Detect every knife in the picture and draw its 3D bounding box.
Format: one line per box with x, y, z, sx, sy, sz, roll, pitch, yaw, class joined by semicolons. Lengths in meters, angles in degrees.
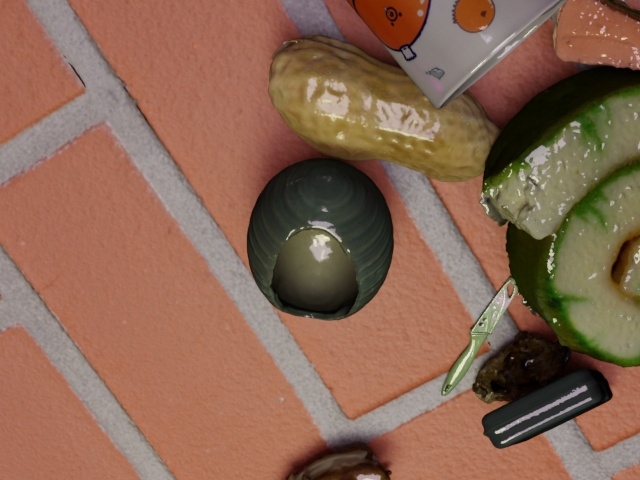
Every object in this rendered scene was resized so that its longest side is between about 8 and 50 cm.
0.222;0.138;1.442;0.030;0.014;0.207;28;108;-6;knife

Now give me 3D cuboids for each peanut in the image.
0.082;-0.160;1.284;0.313;0.149;0.149;14;110;-6;peanut

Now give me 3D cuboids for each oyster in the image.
0.280;0.174;1.407;0.056;0.105;0.177;42;135;-13;oyster

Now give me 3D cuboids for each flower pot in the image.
0.000;0.000;1.307;0.189;0.157;0.243;7;140;-1;flower pot

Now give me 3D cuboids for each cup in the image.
0.113;-0.338;1.157;0.212;0.212;0.317;-41;88;16;cup

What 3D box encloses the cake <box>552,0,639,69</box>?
0.388;-0.227;1.222;0.225;0.109;0.090;29;114;16;cake

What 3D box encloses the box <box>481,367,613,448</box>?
0.308;0.225;1.362;0.160;0.230;0.050;-29;73;13;box

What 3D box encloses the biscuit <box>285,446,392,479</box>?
0.047;0.493;1.527;0.268;0.115;0.366;-28;104;12;biscuit

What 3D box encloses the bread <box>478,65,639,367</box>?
0.375;-0.031;1.268;0.382;0.129;0.366;14;107;-17;bread
